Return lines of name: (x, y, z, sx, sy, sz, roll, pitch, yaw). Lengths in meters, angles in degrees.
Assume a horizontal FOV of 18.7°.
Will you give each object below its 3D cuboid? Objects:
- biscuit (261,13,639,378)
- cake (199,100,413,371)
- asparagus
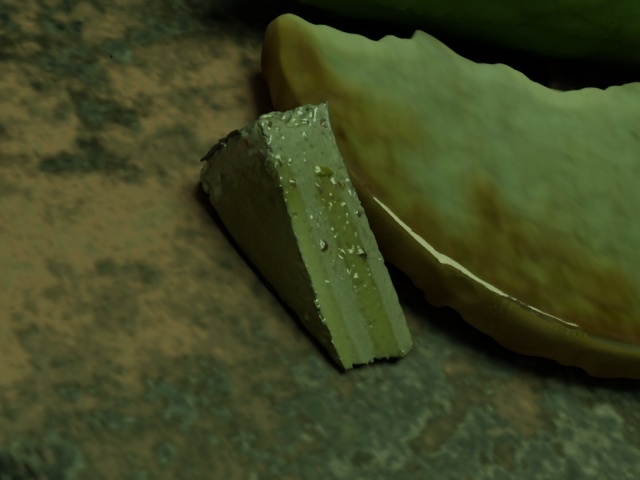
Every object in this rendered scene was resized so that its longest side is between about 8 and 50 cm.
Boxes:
biscuit: (0.122, -0.016, 0.962, 0.309, 0.040, 0.204, 6, 47, -29)
cake: (0.000, 0.000, 0.856, 0.052, 0.065, 0.121, -23, 72, -42)
asparagus: (0.107, -0.155, 1.038, 0.382, 0.108, 0.128, 7, 47, -27)
